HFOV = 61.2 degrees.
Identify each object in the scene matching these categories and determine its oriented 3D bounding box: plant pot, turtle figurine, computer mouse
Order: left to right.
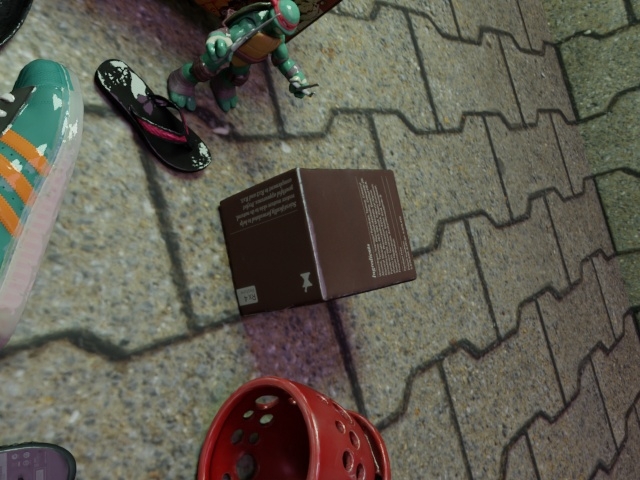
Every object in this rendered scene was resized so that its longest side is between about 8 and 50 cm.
[{"bbox_3d":[-0.335,0.216,0.455,0.242,0.041,0.071,7,72,-37],"label":"computer mouse"},{"bbox_3d":[-0.088,-0.238,0.695,0.175,0.234,0.118,10,71,-43],"label":"turtle figurine"},{"bbox_3d":[-0.020,0.273,0.642,0.174,0.191,0.191,29,58,-40],"label":"plant pot"}]

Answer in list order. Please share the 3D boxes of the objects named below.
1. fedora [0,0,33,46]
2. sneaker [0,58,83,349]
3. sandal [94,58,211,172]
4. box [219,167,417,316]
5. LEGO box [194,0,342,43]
[{"bbox_3d":[-0.390,-0.333,0.477,0.333,0.152,0.334,16,67,-41],"label":"fedora"},{"bbox_3d":[-0.314,-0.055,0.501,0.121,0.108,0.303,26,62,-43],"label":"sneaker"},{"bbox_3d":[-0.207,-0.157,0.690,0.179,0.040,0.067,47,49,-25],"label":"sandal"},{"bbox_3d":[0.000,0.000,0.760,0.203,0.168,0.167,-6,83,-47],"label":"box"},{"bbox_3d":[-0.134,-0.584,0.749,0.372,0.193,0.501,24,56,-41],"label":"LEGO box"}]
